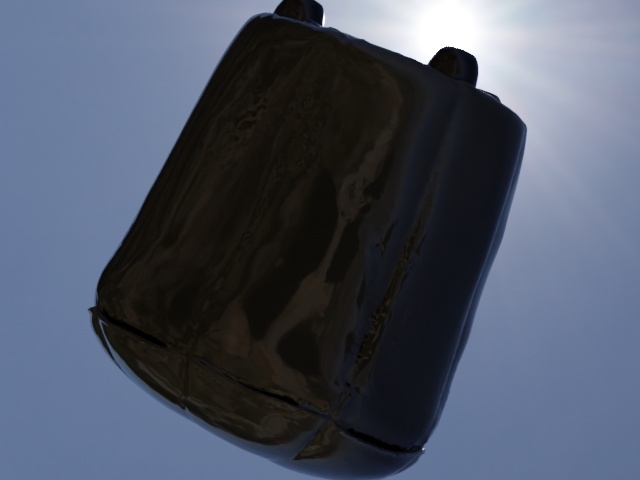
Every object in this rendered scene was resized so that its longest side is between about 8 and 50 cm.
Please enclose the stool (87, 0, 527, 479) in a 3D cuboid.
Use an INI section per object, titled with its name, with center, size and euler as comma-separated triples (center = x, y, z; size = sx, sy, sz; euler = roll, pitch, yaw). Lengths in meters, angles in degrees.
[stool]
center = 0.000, 0.000, 0.400
size = 0.096, 0.096, 0.110
euler = 24, -90, 41
